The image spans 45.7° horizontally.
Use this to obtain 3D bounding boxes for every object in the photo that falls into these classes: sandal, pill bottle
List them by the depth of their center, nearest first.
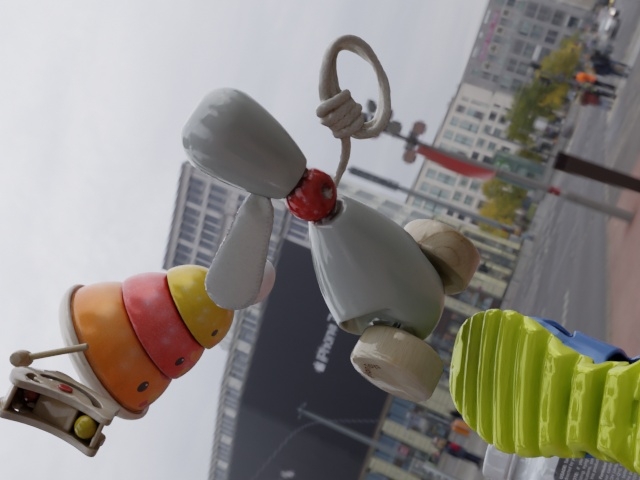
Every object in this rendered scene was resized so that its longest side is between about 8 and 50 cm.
[{"bbox_3d":[0.243,0.136,0.647,0.138,0.317,0.126,11,-89,-36],"label":"sandal"},{"bbox_3d":[0.423,0.366,1.173,0.176,0.319,0.176,-45,-35,-46],"label":"pill bottle"}]

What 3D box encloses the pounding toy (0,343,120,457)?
[{"bbox_3d":[-0.492,0.270,1.413,0.154,0.270,0.154,-64,-15,0],"label":"pounding toy"}]

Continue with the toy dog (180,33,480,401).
[{"bbox_3d":[0.000,0.000,0.703,0.220,0.333,0.161,-40,17,-35],"label":"toy dog"}]

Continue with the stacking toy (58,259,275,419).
[{"bbox_3d":[-0.326,0.169,1.774,0.480,0.350,0.350,-28,-14,3],"label":"stacking toy"}]
